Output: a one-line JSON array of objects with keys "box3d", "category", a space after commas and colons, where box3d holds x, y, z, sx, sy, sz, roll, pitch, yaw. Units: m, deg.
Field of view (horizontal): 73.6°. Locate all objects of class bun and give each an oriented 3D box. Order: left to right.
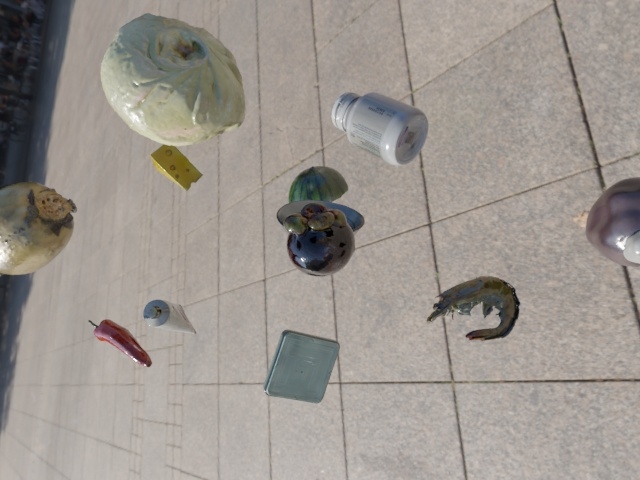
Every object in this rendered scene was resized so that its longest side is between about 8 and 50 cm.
[{"box3d": [-0.234, -0.281, 0.717, 0.153, 0.243, 0.244, -57, 43, 49], "category": "bun"}]

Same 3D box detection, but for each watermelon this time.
[{"box3d": [-0.038, -0.275, 2.161, 0.330, 0.330, 0.189, -7, 108, 49], "category": "watermelon"}]

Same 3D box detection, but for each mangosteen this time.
[{"box3d": [0.000, 0.000, 1.185, 0.209, 0.209, 0.210, -11, 76, 49], "category": "mangosteen"}]

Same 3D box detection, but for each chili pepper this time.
[{"box3d": [-0.556, 0.272, 1.182, 0.272, 0.071, 0.063, 20, 61, 29], "category": "chili pepper"}]

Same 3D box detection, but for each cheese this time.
[{"box3d": [-0.532, -0.267, 1.601, 0.093, 0.171, 0.126, -49, -2, -19], "category": "cheese"}]

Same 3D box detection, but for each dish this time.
[{"box3d": [-0.002, -0.043, 1.521, 0.316, 0.316, 0.106, 38, 131, 46], "category": "dish"}]

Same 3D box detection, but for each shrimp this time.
[{"box3d": [0.406, 0.189, 1.117, 0.173, 0.253, 0.058, 62, 169, 13], "category": "shrimp"}]

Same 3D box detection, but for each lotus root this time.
[{"box3d": [-0.701, -0.007, 0.985, 0.310, 0.182, 0.183, -33, 59, 26], "category": "lotus root"}]

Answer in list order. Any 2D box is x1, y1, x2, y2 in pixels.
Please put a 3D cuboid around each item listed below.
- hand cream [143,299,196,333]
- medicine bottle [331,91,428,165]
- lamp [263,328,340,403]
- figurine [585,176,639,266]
[{"box3d": [-0.469, 0.238, 1.356, 0.077, 0.341, 0.124, -34, 78, -6], "category": "hand cream"}, {"box3d": [0.131, -0.273, 1.005, 0.215, 0.135, 0.135, 36, 112, 35], "category": "medicine bottle"}, {"box3d": [-0.073, 0.511, 1.726, 0.047, 0.266, 0.269, 17, 89, 66], "category": "lamp"}, {"box3d": [0.798, -0.014, 1.016, 0.218, 0.364, 0.206, 16, 87, 63], "category": "figurine"}]
